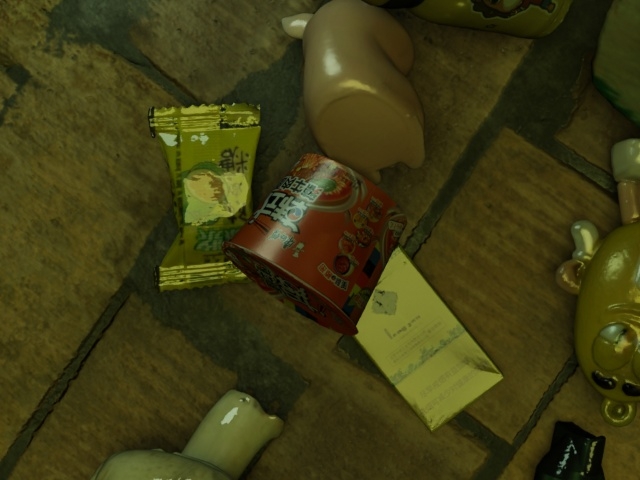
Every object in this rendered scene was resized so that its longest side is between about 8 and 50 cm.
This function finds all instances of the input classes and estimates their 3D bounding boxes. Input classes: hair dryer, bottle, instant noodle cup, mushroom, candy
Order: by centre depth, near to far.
[{"bbox_3d":[0.193,-0.394,1.692,0.351,0.171,0.171,0,95,-30],"label":"bottle"},{"bbox_3d":[0.000,0.000,1.767,0.250,0.250,0.192,33,77,0],"label":"instant noodle cup"},{"bbox_3d":[-0.194,0.401,1.816,0.314,0.314,0.336,38,64,-1],"label":"mushroom"},{"bbox_3d":[-0.181,-0.069,1.846,0.187,0.081,0.297,-4,98,-3],"label":"candy"},{"bbox_3d":[0.483,0.434,1.859,0.303,0.116,0.244,12,94,-10],"label":"hair dryer"}]

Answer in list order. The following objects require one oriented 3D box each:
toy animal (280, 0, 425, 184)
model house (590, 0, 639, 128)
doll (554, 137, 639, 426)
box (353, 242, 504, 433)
[{"bbox_3d":[0.068,-0.249,1.768,0.195,0.256,0.213,-26,135,26],"label":"toy animal"},{"bbox_3d":[0.651,-0.312,1.698,0.382,0.334,0.342,37,61,17],"label":"model house"},{"bbox_3d":[0.538,0.044,1.794,0.348,0.161,0.423,-17,81,5],"label":"doll"},{"bbox_3d":[0.153,0.159,1.871,0.153,0.041,0.279,-39,91,5],"label":"box"}]
